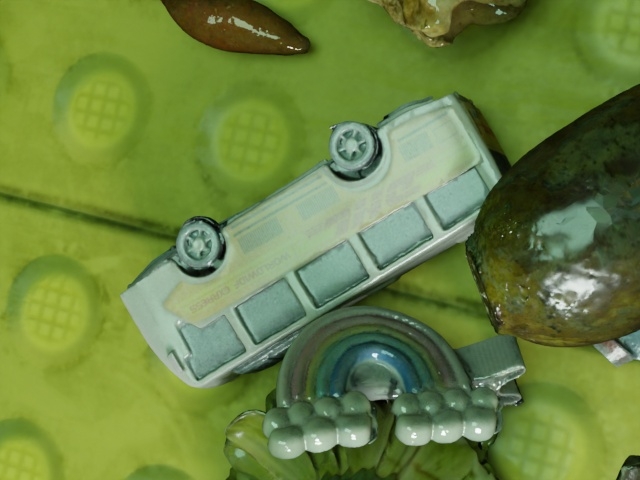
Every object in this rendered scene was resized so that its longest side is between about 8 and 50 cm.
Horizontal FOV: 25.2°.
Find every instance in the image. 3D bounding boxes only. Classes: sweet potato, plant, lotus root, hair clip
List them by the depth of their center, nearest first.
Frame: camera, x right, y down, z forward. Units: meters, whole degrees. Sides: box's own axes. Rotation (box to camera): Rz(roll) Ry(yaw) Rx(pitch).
[{"bbox_3d":[0.235,-0.024,1.065,0.275,0.152,0.160,-32,86,2],"label":"lotus root"},{"bbox_3d":[0.026,0.221,1.128,0.306,0.297,0.261,-12,54,28],"label":"plant"},{"bbox_3d":[0.057,0.111,1.133,0.220,0.054,0.140,-2,47,-11],"label":"hair clip"},{"bbox_3d":[-0.099,-0.207,1.289,0.202,0.058,0.055,30,118,20],"label":"sweet potato"}]

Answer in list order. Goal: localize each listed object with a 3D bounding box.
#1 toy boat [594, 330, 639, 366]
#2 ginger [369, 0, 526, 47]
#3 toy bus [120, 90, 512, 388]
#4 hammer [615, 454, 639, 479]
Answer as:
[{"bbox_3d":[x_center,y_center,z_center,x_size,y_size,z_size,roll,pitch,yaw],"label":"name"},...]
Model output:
[{"bbox_3d":[0.256,0.034,1.138,0.122,0.034,0.096,-43,77,12],"label":"toy boat"},{"bbox_3d":[0.153,-0.337,1.144,0.236,0.166,0.375,36,105,30],"label":"ginger"},{"bbox_3d":[0.000,0.000,1.213,0.342,0.097,0.138,-33,81,15],"label":"toy bus"},{"bbox_3d":[0.177,0.287,1.052,0.027,0.125,0.297,41,115,54],"label":"hammer"}]
